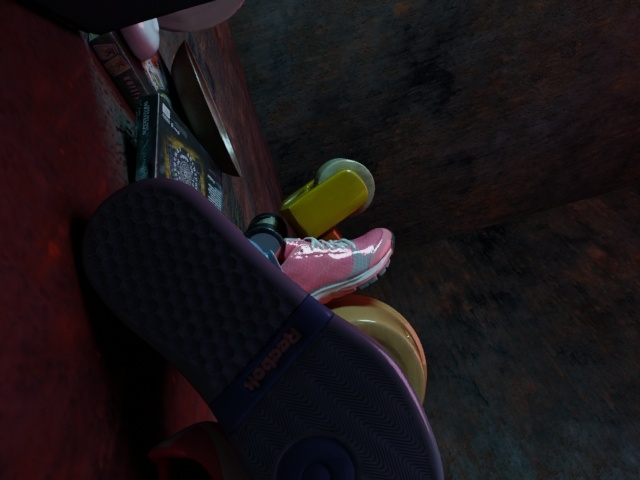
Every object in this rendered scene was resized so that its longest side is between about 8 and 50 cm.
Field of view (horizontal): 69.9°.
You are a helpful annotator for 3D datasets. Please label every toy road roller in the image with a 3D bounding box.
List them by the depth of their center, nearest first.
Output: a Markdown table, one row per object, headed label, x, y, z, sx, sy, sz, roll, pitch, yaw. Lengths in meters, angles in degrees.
| label | x | y | z | sx | sy | sz | roll | pitch | yaw |
| --- | --- | --- | --- | --- | --- | --- | --- | --- | --- |
| toy road roller | 0.000 | 0.000 | 0.984 | 0.240 | 0.329 | 0.202 | 52 | 5 | -12 |

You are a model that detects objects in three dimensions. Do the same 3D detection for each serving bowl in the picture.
| label | x | y | z | sx | sy | sz | roll | pitch | yaw |
| --- | --- | --- | --- | --- | --- | --- | --- | --- | --- |
| serving bowl | -0.189 | -0.233 | 0.477 | 0.083 | 0.027 | 0.083 | -15 | 90 | -89 |

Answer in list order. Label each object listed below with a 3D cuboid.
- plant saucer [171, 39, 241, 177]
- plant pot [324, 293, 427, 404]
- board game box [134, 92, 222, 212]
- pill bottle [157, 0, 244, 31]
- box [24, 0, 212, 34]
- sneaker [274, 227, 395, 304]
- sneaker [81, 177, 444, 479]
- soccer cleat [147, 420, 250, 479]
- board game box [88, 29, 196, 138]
| label | x | y | z | sx | sy | sz | roll | pitch | yaw |
| --- | --- | --- | --- | --- | --- | --- | --- | --- | --- |
| plant saucer | -0.165 | -0.178 | 0.652 | 0.198 | 0.036 | 0.199 | 159 | -90 | -87 |
| plant pot | 0.059 | 0.234 | 0.801 | 0.203 | 0.291 | 0.291 | 104 | -30 | -81 |
| board game box | -0.155 | -0.062 | 0.527 | 0.186 | 0.026 | 0.126 | 64 | 21 | -72 |
| pill bottle | -0.202 | -0.452 | 0.595 | 0.176 | 0.176 | 0.318 | 74 | 1 | -70 |
| box | -0.044 | -0.440 | 0.239 | 0.297 | 0.480 | 0.472 | -97 | 171 | -77 |
| sneaker | -0.003 | 0.041 | 0.816 | 0.136 | 0.314 | 0.116 | 63 | -16 | -16 |
| sneaker | -0.035 | 0.092 | 0.394 | 0.319 | 0.127 | 0.208 | 49 | -6 | 4 |
| soccer cleat | -0.062 | 0.249 | 0.301 | 0.095 | 0.083 | 0.248 | 38 | 33 | -63 |
| board game box | -0.202 | -0.177 | 0.573 | 0.260 | 0.030 | 0.136 | 74 | -2 | -56 |
